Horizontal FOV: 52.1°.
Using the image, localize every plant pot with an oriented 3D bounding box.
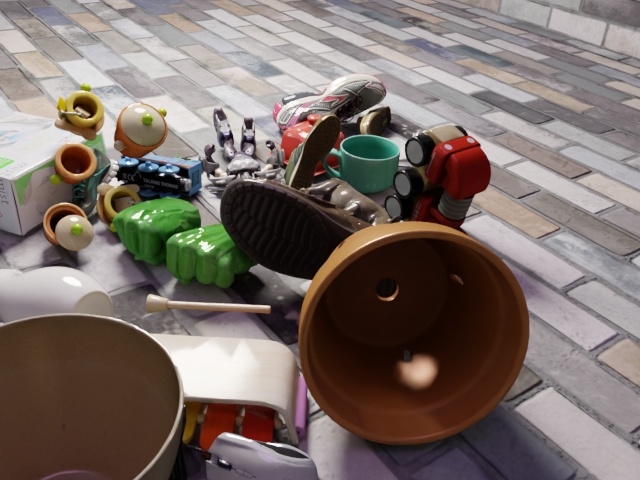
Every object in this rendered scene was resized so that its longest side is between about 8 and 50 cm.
[{"bbox_3d":[0.107,0.099,0.899,0.290,0.291,0.203,0,16,-7],"label":"plant pot"},{"bbox_3d":[-0.281,0.240,0.685,0.283,0.191,0.284,3,32,-2],"label":"plant pot"}]

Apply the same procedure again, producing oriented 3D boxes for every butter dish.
[{"bbox_3d":[-0.016,-0.235,1.520,0.160,0.118,0.159,-25,44,-38],"label":"butter dish"}]

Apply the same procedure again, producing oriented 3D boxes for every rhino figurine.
[{"bbox_3d":[0.073,-0.050,1.287,0.106,0.073,0.243,-26,45,-34],"label":"rhino figurine"}]

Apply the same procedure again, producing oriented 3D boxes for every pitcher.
[{"bbox_3d":[-0.397,0.091,0.984,0.207,0.126,0.177,8,16,27],"label":"pitcher"}]

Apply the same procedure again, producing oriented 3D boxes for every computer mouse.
[{"bbox_3d":[-0.098,0.261,0.767,0.192,0.106,0.042,12,-1,5],"label":"computer mouse"}]

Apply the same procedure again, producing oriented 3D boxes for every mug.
[{"bbox_3d":[0.093,-0.165,1.442,0.157,0.097,0.129,18,36,21],"label":"mug"}]

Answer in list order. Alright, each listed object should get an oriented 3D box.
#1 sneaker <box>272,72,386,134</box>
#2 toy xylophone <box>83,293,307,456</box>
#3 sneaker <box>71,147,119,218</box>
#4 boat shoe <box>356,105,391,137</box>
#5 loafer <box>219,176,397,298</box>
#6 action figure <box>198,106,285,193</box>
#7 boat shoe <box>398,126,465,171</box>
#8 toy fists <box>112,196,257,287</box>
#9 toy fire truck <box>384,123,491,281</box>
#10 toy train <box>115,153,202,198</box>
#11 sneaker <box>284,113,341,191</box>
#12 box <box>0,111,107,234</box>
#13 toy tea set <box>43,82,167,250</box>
[{"bbox_3d":[0.034,-0.329,1.676,0.299,0.121,0.112,-22,50,-9],"label":"sneaker"},{"bbox_3d":[-0.168,0.179,0.893,0.322,0.081,0.236,8,33,6],"label":"toy xylophone"},{"bbox_3d":[-0.460,-0.111,1.278,0.064,0.076,0.167,-5,53,24],"label":"sneaker"},{"bbox_3d":[0.128,-0.303,1.705,0.072,0.068,0.190,2,21,21],"label":"boat shoe"},{"bbox_3d":[0.000,0.000,1.119,0.365,0.134,0.130,27,17,-9],"label":"loafer"},{"bbox_3d":[-0.180,-0.190,1.454,0.185,0.099,0.285,0,36,-16],"label":"action figure"},{"bbox_3d":[0.240,-0.221,1.557,0.258,0.084,0.095,-19,40,-32],"label":"boat shoe"},{"bbox_3d":[-0.242,0.004,1.146,0.279,0.096,0.142,23,22,26],"label":"toy fists"},{"bbox_3d":[0.239,-0.059,1.210,0.158,0.217,0.246,-19,54,-31],"label":"toy fire truck"},{"bbox_3d":[-0.341,-0.137,1.373,0.184,0.080,0.105,11,25,17],"label":"toy train"},{"bbox_3d":[-0.027,-0.191,1.398,0.064,0.192,0.086,18,19,-28],"label":"sneaker"},{"bbox_3d":[-0.599,-0.140,1.302,0.231,0.127,0.262,14,33,18],"label":"box"},{"bbox_3d":[-0.398,-0.136,1.208,0.199,0.124,0.336,14,69,-27],"label":"toy tea set"}]
